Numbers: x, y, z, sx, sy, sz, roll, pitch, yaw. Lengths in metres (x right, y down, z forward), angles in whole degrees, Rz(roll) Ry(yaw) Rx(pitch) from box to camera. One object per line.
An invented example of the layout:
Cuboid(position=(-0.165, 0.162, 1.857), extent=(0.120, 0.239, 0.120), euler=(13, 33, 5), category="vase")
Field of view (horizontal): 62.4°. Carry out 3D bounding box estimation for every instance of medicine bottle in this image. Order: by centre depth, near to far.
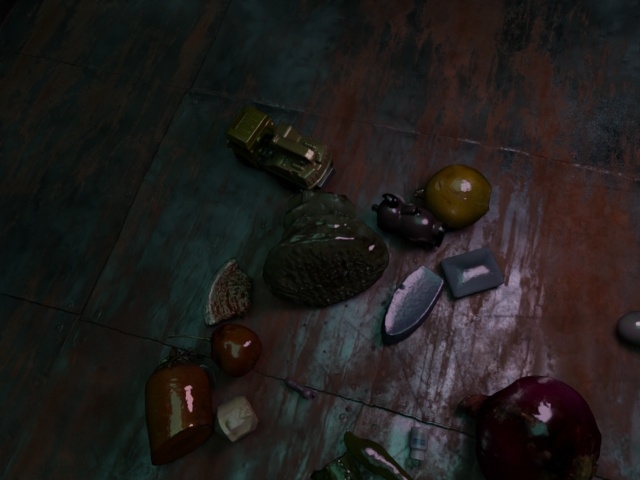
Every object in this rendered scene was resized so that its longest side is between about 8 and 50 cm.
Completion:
Cuboid(position=(0.283, 0.587, 1.525), extent=(0.052, 0.052, 0.089), euler=(8, 68, 9), category="medicine bottle")

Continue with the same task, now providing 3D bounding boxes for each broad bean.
Cuboid(position=(0.191, 0.653, 1.496), extent=(0.325, 0.067, 0.075), euler=(38, 83, 21), category="broad bean")

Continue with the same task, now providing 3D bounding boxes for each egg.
Cuboid(position=(0.959, 0.262, 1.577), extent=(0.134, 0.103, 0.103), euler=(3, 66, 4), category="egg")

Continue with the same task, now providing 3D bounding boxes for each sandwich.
Cuboid(position=(-0.304, 0.174, 1.754), extent=(0.159, 0.079, 0.235), euler=(2, 70, -5), category="sandwich")

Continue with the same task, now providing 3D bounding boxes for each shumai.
Cuboid(position=(0.000, 0.000, 1.698), extent=(0.396, 0.324, 0.324), euler=(-9, 51, -4), category="shumai")

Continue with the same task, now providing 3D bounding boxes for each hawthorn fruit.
Cuboid(position=(-0.322, 0.321, 1.637), extent=(0.285, 0.165, 0.165), euler=(14, 68, 8), category="hawthorn fruit")

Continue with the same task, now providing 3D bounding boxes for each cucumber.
Cuboid(position=(0.087, 0.715, 1.455), extent=(0.134, 0.134, 0.244), euler=(-33, 71, -9), category="cucumber")

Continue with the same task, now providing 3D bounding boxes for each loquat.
Cuboid(position=(0.434, -0.148, 1.754), extent=(0.245, 0.213, 0.214), euler=(7, 67, 8), category="loquat")

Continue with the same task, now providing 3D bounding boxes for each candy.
Cuboid(position=(0.490, 0.101, 1.709), extent=(0.174, 0.071, 0.138), euler=(-16, 66, -2), category="candy")

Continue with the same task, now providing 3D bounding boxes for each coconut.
Cuboid(position=(-0.257, 0.532, 1.568), extent=(0.122, 0.116, 0.116), euler=(-31, 67, -9), category="coconut")

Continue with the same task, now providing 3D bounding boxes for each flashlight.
Cuboid(position=(-0.066, 0.458, 1.626), extent=(0.110, 0.052, 0.031), euler=(25, 106, 22), category="flashlight")

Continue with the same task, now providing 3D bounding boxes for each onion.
Cuboid(position=(0.531, 0.513, 1.426), extent=(0.348, 0.348, 0.385), euler=(-48, 36, -15), category="onion")

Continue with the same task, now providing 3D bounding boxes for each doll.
Cuboid(position=(0.289, -0.066, 1.743), extent=(0.257, 0.182, 0.117), euler=(29, 58, 20), category="doll")

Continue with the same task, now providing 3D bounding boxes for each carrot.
Cuboid(position=(-0.416, 0.464, 1.563), extent=(0.214, 0.193, 0.332), euler=(-27, 60, 20), category="carrot")

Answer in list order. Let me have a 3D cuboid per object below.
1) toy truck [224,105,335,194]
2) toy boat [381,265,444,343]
Cuboid(position=(-0.145, -0.320, 1.863), extent=(0.405, 0.254, 0.181), euler=(31, 77, 20), category="toy truck")
Cuboid(position=(0.285, 0.209, 1.679), extent=(0.127, 0.078, 0.283), euler=(35, 73, 15), category="toy boat")
